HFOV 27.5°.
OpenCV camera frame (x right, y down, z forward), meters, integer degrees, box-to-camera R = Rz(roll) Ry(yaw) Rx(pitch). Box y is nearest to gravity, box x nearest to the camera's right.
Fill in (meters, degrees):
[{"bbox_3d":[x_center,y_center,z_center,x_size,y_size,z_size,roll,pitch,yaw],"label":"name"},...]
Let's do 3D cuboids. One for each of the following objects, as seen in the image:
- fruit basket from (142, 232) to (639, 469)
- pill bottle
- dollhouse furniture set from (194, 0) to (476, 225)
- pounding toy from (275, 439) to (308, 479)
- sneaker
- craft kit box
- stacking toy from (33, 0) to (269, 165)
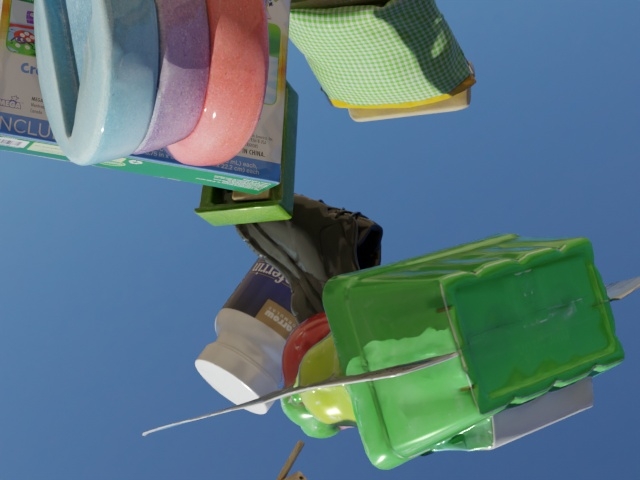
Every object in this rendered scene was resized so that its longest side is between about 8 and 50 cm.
[{"bbox_3d":[0.069,0.112,1.123,0.327,0.165,0.353,-13,169,-42],"label":"fruit basket"},{"bbox_3d":[-0.056,0.108,1.883,0.153,0.153,0.265,2,-129,54],"label":"pill bottle"},{"bbox_3d":[-0.011,-0.131,1.284,0.301,0.197,0.151,-5,-115,23],"label":"dollhouse furniture set"},{"bbox_3d":[-0.060,0.393,1.915,0.130,0.141,0.100,-23,-124,-37],"label":"pounding toy"},{"bbox_3d":[0.000,0.000,1.463,0.130,0.286,0.109,-45,154,18],"label":"sneaker"},{"bbox_3d":[-0.147,-0.179,1.085,0.061,0.250,0.247,-17,-114,63],"label":"craft kit box"},{"bbox_3d":[-0.142,-0.192,0.729,0.130,0.309,0.279,-7,-173,-26],"label":"stacking toy"}]
